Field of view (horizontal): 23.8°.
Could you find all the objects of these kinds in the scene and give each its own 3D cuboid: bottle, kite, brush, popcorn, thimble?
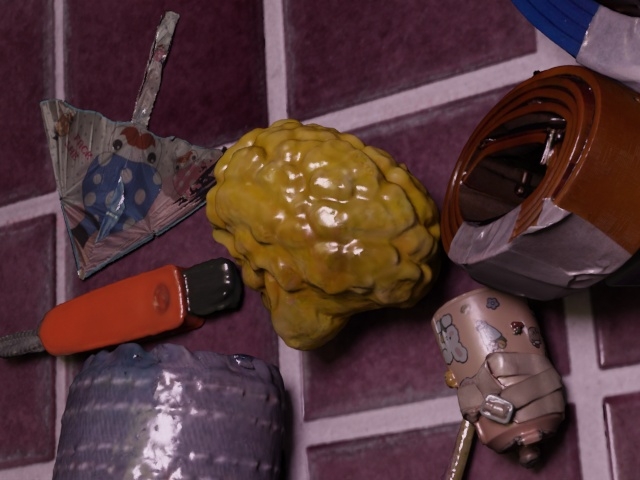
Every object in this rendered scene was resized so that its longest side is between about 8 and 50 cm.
[{"bbox_3d":[0.160,0.121,1.320,0.099,0.099,0.152,-28,65,25],"label":"bottle"},{"bbox_3d":[-0.206,-0.103,1.678,0.335,0.011,0.314,18,87,35],"label":"kite"},{"bbox_3d":[-0.219,0.081,1.617,0.323,0.051,0.070,-15,76,27],"label":"brush"},{"bbox_3d":[0.000,0.000,1.397,0.200,0.226,0.203,-126,59,-78],"label":"popcorn"},{"bbox_3d":[-0.143,0.193,1.448,0.236,0.205,0.172,-24,55,59],"label":"thimble"}]

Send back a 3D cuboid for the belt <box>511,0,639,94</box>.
[{"bbox_3d":[0.286,-0.238,1.314,0.212,0.117,0.347,-53,55,9],"label":"belt"}]

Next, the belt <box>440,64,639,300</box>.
[{"bbox_3d":[0.190,-0.044,1.260,0.261,0.105,0.184,-4,65,70],"label":"belt"}]

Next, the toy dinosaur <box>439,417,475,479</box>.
[{"bbox_3d":[0.076,0.269,1.354,0.251,0.072,0.200,-44,47,29],"label":"toy dinosaur"}]

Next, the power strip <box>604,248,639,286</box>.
[{"bbox_3d":[0.334,-0.020,1.210,0.215,0.145,0.061,137,131,-60],"label":"power strip"}]
